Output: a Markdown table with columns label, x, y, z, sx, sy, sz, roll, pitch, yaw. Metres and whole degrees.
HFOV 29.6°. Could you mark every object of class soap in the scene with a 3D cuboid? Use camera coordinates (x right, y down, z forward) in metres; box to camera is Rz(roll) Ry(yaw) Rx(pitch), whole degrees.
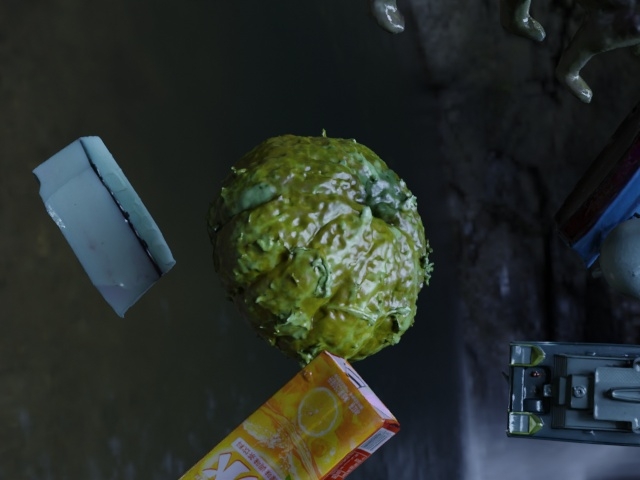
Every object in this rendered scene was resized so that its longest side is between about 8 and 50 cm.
| label | x | y | z | sx | sy | sz | roll | pitch | yaw |
| --- | --- | --- | --- | --- | --- | --- | --- | --- | --- |
| soap | -0.286 | -0.023 | 1.647 | 0.231 | 0.091 | 0.145 | 56 | 9 | -3 |

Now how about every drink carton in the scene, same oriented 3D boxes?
| label | x | y | z | sx | sy | sz | roll | pitch | yaw |
| --- | --- | --- | --- | --- | --- | --- | --- | --- | --- |
| drink carton | -0.041 | 0.212 | 1.147 | 0.096 | 0.223 | 0.071 | 49 | 3 | 21 |

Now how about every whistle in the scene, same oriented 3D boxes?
| label | x | y | z | sx | sy | sz | roll | pitch | yaw |
| --- | --- | --- | --- | --- | --- | --- | --- | --- | --- |
| whistle | 0.156 | 0.000 | 0.498 | 0.035 | 0.100 | 0.035 | 28 | 51 | -41 |

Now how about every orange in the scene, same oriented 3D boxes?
| label | x | y | z | sx | sy | sz | roll | pitch | yaw |
| --- | --- | --- | --- | --- | --- | --- | --- | --- | --- |
| orange | 0.000 | 0.000 | 1.456 | 0.301 | 0.223 | 0.300 | 0 | 62 | -55 |

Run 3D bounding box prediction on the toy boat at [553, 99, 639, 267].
| label | x | y | z | sx | sy | sz | roll | pitch | yaw |
| --- | --- | --- | --- | --- | --- | --- | --- | --- | --- |
| toy boat | 0.330 | -0.066 | 1.226 | 0.223 | 0.097 | 0.100 | -55 | -169 | 16 |

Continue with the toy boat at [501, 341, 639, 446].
| label | x | y | z | sx | sy | sz | roll | pitch | yaw |
| --- | --- | --- | --- | --- | --- | --- | --- | --- | --- |
| toy boat | 0.355 | 0.175 | 1.366 | 0.122 | 0.296 | 0.114 | 47 | 46 | -81 |

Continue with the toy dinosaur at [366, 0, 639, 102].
| label | x | y | z | sx | sy | sz | roll | pitch | yaw |
| --- | --- | --- | --- | --- | --- | --- | --- | --- | --- |
| toy dinosaur | 0.157 | -0.175 | 0.753 | 0.077 | 0.294 | 0.162 | -64 | 172 | -47 |
